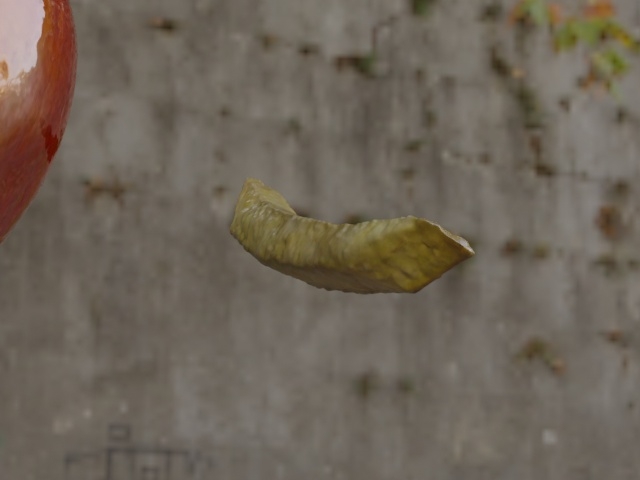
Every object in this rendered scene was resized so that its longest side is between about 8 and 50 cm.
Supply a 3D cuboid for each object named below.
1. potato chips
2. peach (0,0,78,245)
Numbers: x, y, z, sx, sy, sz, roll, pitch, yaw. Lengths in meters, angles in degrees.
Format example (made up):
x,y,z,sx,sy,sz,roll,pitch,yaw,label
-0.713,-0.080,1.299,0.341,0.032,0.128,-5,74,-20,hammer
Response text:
x,y,z,sx,sy,sz,roll,pitch,yaw,label
0.000,0.000,1.503,0.057,0.080,0.407,41,-9,-20,potato chips
-0.303,-0.090,1.119,0.308,0.332,0.308,9,-22,4,peach
